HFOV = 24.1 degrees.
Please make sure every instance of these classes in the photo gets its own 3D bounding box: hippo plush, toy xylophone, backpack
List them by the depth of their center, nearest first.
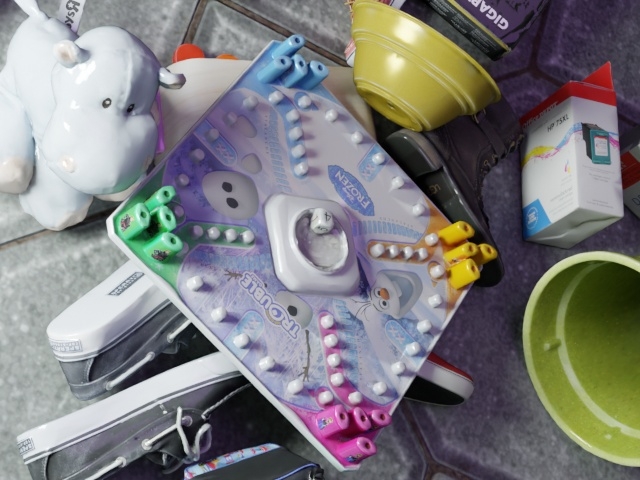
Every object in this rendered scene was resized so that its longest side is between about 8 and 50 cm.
[{"bbox_3d":[-0.235,-0.153,1.645,0.234,0.236,0.294,10,87,-38],"label":"hippo plush"},{"bbox_3d":[-0.070,0.329,1.653,0.158,0.117,0.173,-16,111,-29],"label":"backpack"},{"bbox_3d":[-0.058,-0.125,1.853,0.322,0.081,0.236,9,67,-24],"label":"toy xylophone"}]

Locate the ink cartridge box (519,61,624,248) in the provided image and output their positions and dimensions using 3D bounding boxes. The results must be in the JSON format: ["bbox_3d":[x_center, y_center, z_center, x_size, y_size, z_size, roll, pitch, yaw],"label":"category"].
[{"bbox_3d":[0.334,-0.121,2.018,0.078,0.134,0.231,10,66,-23],"label":"ink cartridge box"}]

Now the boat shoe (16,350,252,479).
[{"bbox_3d":[-0.175,0.204,1.651,0.306,0.113,0.105,-21,85,-29],"label":"boat shoe"}]

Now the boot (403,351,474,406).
[{"bbox_3d":[0.095,0.090,1.849,0.244,0.088,0.176,26,60,-12],"label":"boot"}]

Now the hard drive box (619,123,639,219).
[{"bbox_3d":[0.524,-0.071,2.068,0.232,0.181,0.089,43,59,-5],"label":"hard drive box"}]

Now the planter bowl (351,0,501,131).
[{"bbox_3d":[0.107,-0.197,1.848,0.217,0.217,0.090,34,84,-11],"label":"planter bowl"}]

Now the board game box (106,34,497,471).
[{"bbox_3d":[0.000,0.000,1.723,0.390,0.050,0.390,47,48,-11],"label":"board game box"}]

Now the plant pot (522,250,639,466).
[{"bbox_3d":[0.447,0.118,1.930,0.254,0.276,0.276,-19,80,-42],"label":"plant pot"}]

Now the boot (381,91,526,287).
[{"bbox_3d":[0.210,-0.095,1.976,0.229,0.091,0.263,-40,103,-43],"label":"boot"}]

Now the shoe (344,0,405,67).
[{"bbox_3d":[0.056,-0.308,1.996,0.081,0.063,0.178,37,54,-8],"label":"shoe"}]

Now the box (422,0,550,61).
[{"bbox_3d":[0.205,-0.449,2.069,0.322,0.079,0.257,40,77,-8],"label":"box"}]

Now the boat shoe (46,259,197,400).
[{"bbox_3d":[-0.181,0.079,1.709,0.301,0.108,0.102,-39,123,-44],"label":"boat shoe"}]
